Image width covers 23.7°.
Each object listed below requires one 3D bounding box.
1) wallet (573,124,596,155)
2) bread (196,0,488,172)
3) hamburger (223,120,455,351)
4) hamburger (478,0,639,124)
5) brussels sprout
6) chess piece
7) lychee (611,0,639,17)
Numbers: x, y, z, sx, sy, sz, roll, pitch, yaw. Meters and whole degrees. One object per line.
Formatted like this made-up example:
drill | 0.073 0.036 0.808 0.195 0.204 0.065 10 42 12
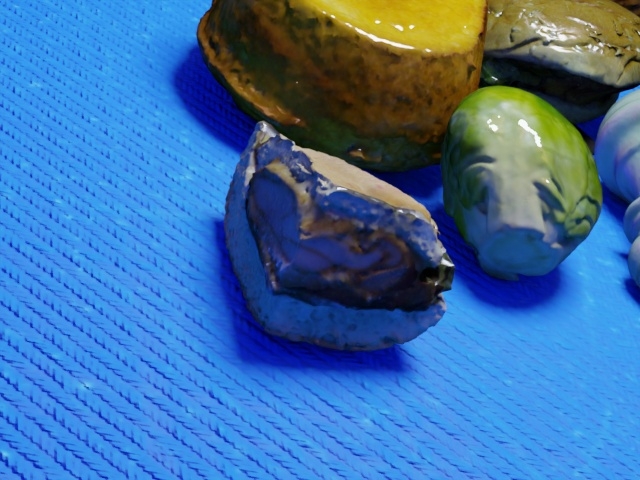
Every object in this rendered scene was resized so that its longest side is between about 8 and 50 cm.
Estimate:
wallet | 0.225 -0.112 1.650 0.156 0.018 0.082 -2 36 -35
bread | 0.030 -0.198 1.506 0.312 0.172 0.312 17 31 -11
hamburger | 0.000 0.000 1.232 0.155 0.135 0.207 22 10 -33
hamburger | 0.240 -0.233 1.725 0.285 0.134 0.265 32 32 28
brussels sprout | 0.183 -0.052 1.389 0.143 0.161 0.181 -5 63 7
chess piece | 0.336 -0.025 1.496 0.139 0.139 0.272 19 41 -5
lychee | 0.361 -0.349 1.969 0.238 0.200 0.200 -2 36 -21
